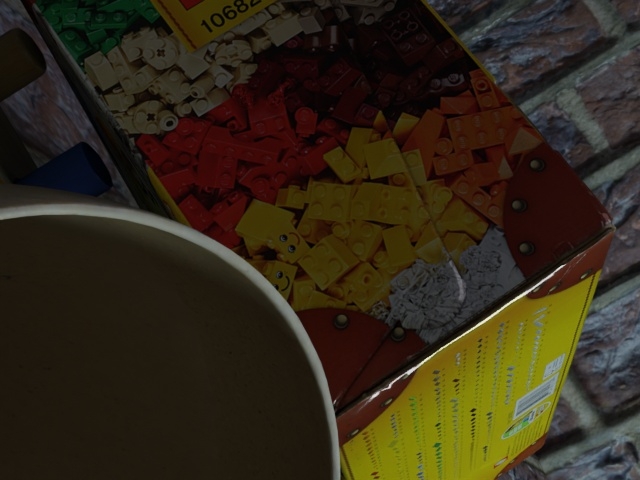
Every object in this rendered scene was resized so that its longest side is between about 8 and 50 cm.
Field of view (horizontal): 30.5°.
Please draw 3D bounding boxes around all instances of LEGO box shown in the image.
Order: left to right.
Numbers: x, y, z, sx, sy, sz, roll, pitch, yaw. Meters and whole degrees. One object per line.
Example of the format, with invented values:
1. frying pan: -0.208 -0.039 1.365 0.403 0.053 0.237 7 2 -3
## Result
1. LEGO box: 0.000 0.000 0.878 0.372 0.193 0.500 53 -9 23

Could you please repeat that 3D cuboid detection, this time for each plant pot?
1. plant pot: -0.161 0.102 0.430 0.191 0.284 0.284 21 -18 44

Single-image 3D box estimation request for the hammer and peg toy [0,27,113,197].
1. hammer and peg toy: -0.177 0.033 0.707 0.361 0.127 0.266 58 6 -1
